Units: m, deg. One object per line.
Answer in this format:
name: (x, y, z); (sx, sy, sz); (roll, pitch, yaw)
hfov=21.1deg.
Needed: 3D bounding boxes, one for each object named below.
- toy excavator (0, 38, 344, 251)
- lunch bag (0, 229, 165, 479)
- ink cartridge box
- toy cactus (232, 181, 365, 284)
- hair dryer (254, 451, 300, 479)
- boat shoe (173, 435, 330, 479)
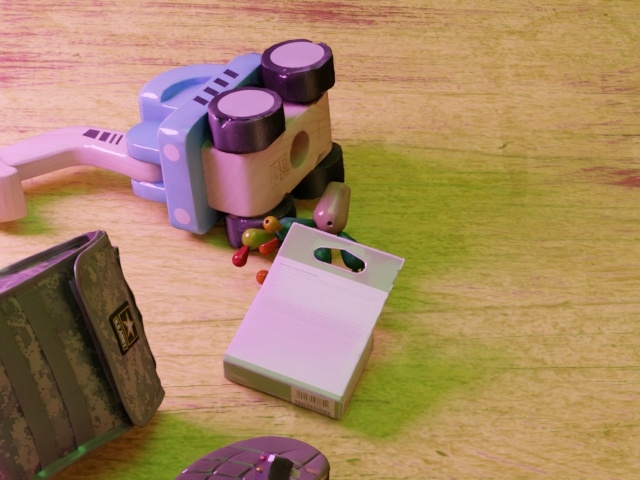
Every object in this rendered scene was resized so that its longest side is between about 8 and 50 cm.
toy excavator: (-0.242, -0.131, 2.496); (0.445, 0.222, 0.433); (13, 38, 28)
lunch bag: (-0.325, 0.140, 2.081); (0.287, 0.235, 0.169); (-29, 17, -36)
ink cartridge box: (-0.007, 0.104, 2.285); (0.171, 0.056, 0.235); (19, 58, 14)
toy cactus: (0.000, 0.000, 2.393); (0.219, 0.112, 0.180); (16, 69, 2)
hair dryer: (-0.009, 0.390, 1.863); (0.224, 0.080, 0.293); (24, 74, -7)
boat shoe: (-0.136, 0.352, 1.967); (0.355, 0.130, 0.132); (-31, 50, -30)
